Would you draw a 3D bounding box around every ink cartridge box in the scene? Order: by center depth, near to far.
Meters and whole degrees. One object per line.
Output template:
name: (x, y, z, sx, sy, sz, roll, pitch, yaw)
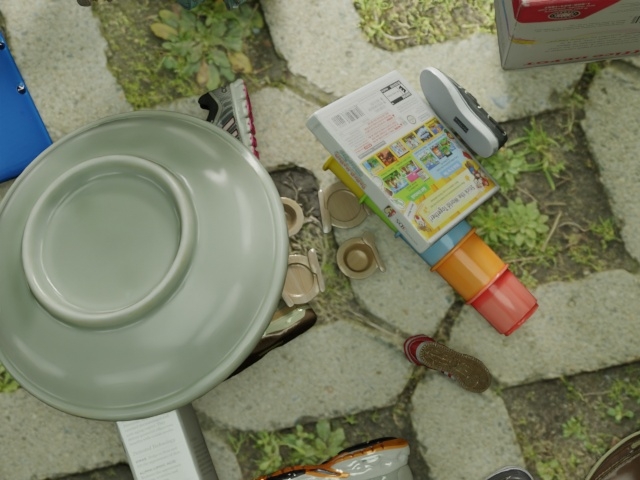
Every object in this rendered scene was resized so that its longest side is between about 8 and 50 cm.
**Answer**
ink cartridge box: (0.327, -0.305, 1.661, 0.226, 0.306, 0.131, -6, 85, 2)

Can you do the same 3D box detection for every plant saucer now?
plant saucer: (-0.241, 0.011, 1.676, 0.400, 0.100, 0.400, -5, 68, 13)

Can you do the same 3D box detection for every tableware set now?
tableware set: (0.000, 0.000, 1.774, 0.169, 0.020, 0.141, -17, 76, -10)

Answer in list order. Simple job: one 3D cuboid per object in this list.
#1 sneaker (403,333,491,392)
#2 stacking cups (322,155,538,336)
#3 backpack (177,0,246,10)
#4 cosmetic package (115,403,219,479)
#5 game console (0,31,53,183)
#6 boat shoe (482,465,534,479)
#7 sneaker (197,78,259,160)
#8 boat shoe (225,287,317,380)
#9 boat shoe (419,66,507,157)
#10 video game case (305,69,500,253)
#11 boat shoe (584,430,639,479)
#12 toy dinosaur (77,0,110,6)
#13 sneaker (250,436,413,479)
sneaker: (0.158, 0.153, 1.772, 0.118, 0.067, 0.042, 30, 85, -26)
stacking cups: (0.140, -0.009, 1.753, 0.096, 0.096, 0.316, -42, 86, -1)
backpack: (-0.132, -0.395, 1.715, 0.191, 0.253, 0.225, -30, 89, 4)
cosmetic package: (-0.201, 0.230, 1.738, 0.085, 0.117, 0.231, -21, 84, 2)
game console: (-0.533, -0.169, 1.825, 0.250, 0.173, 0.293, -29, 84, 31)
boat shoe: (0.176, 0.366, 1.733, 0.228, 0.076, 0.080, -37, 85, -1)
sneaker: (-0.120, -0.119, 1.789, 0.075, 0.063, 0.170, -8, 82, 4)
boat shoe: (-0.101, 0.119, 1.774, 0.190, 0.068, 0.072, -29, 72, -11)
boat shoe: (0.183, -0.167, 1.791, 0.040, 0.049, 0.142, -35, 82, -34)
video game case: (0.105, -0.102, 1.710, 0.206, 0.227, 0.026, 49, 124, 4)
boat shoe: (0.441, 0.264, 1.720, 0.257, 0.095, 0.095, -30, 85, 0)
toy dinosaur: (-0.377, -0.424, 1.745, 0.200, 0.295, 0.127, -24, 45, -8)
sneaker: (-0.003, 0.336, 1.735, 0.262, 0.099, 0.121, -17, 90, 2)
